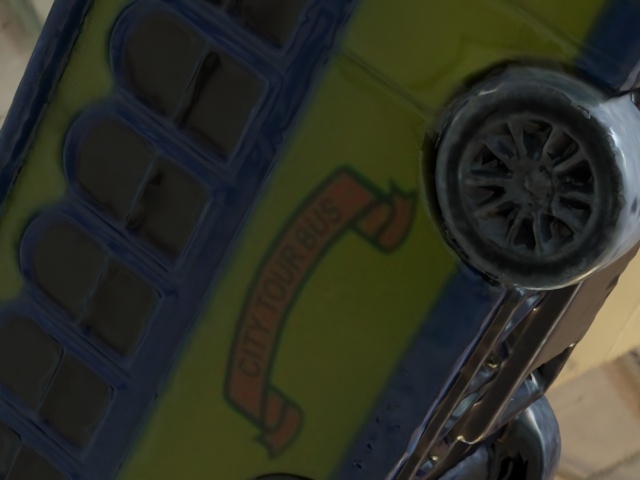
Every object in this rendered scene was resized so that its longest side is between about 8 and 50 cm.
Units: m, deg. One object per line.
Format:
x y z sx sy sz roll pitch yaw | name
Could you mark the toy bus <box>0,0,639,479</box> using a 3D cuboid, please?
0.000 0.000 0.505 0.175 0.138 0.287 38 -62 17 | toy bus
